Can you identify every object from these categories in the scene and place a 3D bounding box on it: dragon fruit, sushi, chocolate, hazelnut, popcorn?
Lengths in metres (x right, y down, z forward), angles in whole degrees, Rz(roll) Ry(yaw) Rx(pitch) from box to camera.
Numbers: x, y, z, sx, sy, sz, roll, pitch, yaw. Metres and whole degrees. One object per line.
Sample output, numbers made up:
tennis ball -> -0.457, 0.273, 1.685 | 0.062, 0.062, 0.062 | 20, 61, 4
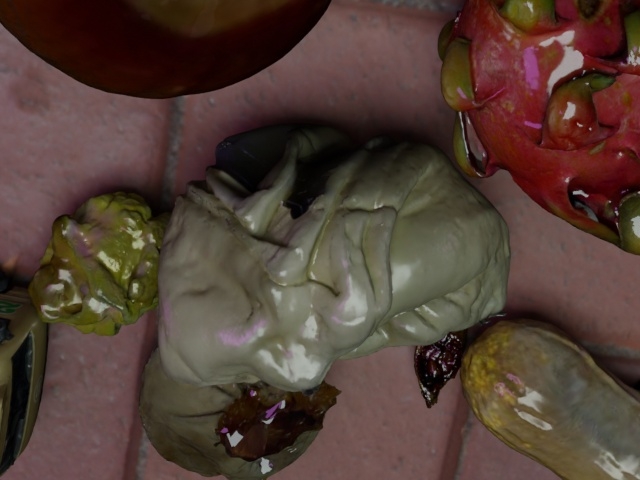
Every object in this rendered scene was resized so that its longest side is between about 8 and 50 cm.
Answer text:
dragon fruit -> 0.238, -0.129, 1.517 | 0.307, 0.227, 0.243 | 22, 113, -18
sushi -> 0.116, 0.114, 1.714 | 0.050, 0.047, 0.099 | 12, 109, -4
chocolate -> 0.268, 0.182, 1.706 | 0.309, 0.134, 0.134 | 39, 107, -15
hazelnut -> -0.145, -0.316, 1.379 | 0.359, 0.359, 0.409 | -15, 117, 4
popcorn -> -0.197, 0.022, 1.630 | 0.145, 0.126, 0.126 | -22, 88, 24

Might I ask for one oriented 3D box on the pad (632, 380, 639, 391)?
pad -> 0.448, 0.119, 1.749 | 0.170, 0.006, 0.245 | 37, 107, -17

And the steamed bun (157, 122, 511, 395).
steamed bun -> 0.000, 0.000, 1.558 | 0.320, 0.275, 0.206 | -17, 105, -34

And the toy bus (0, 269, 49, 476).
toy bus -> -0.440, 0.119, 1.614 | 0.365, 0.202, 0.177 | 8, 112, -6

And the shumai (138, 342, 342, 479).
shumai -> -0.077, 0.166, 1.692 | 0.201, 0.120, 0.201 | -2, 114, -5
